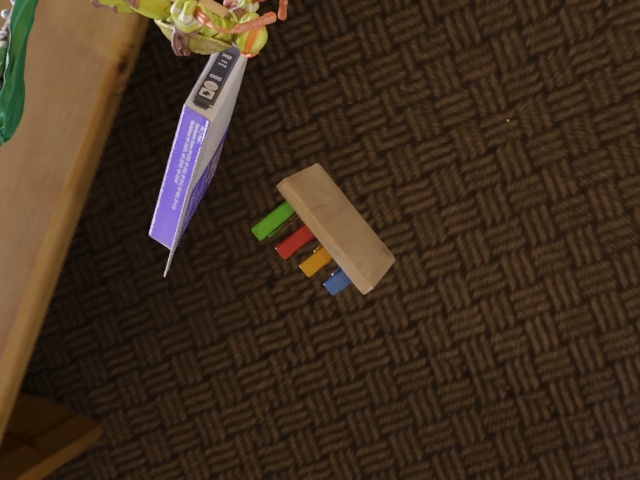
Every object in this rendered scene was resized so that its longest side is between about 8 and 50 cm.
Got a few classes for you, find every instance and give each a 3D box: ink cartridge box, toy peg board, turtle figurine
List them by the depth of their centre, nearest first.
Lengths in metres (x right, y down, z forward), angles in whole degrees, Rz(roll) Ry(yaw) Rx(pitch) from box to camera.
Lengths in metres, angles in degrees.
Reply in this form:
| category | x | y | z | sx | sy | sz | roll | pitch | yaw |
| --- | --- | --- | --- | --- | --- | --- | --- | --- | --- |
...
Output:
| category | x | y | z | sx | sy | sz | roll | pitch | yaw |
| --- | --- | --- | --- | --- | --- | --- | --- | --- | --- |
| turtle figurine | -0.142 | -0.243 | 1.037 | 0.217 | 0.269 | 0.087 | 20 | 111 | 4 |
| ink cartridge box | -0.149 | -0.097 | 1.133 | 0.045 | 0.208 | 0.206 | 20 | 131 | -4 |
| toy peg board | 0.000 | 0.000 | 1.185 | 0.079 | 0.161 | 0.161 | -39 | 90 | 18 |

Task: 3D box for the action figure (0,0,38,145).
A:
| category | x | y | z | sx | sy | sz | roll | pitch | yaw |
| --- | --- | --- | --- | --- | --- | --- | --- | --- | --- |
| action figure | -0.384 | -0.198 | 1.172 | 0.063 | 0.137 | 0.232 | 6 | 60 | -10 |
